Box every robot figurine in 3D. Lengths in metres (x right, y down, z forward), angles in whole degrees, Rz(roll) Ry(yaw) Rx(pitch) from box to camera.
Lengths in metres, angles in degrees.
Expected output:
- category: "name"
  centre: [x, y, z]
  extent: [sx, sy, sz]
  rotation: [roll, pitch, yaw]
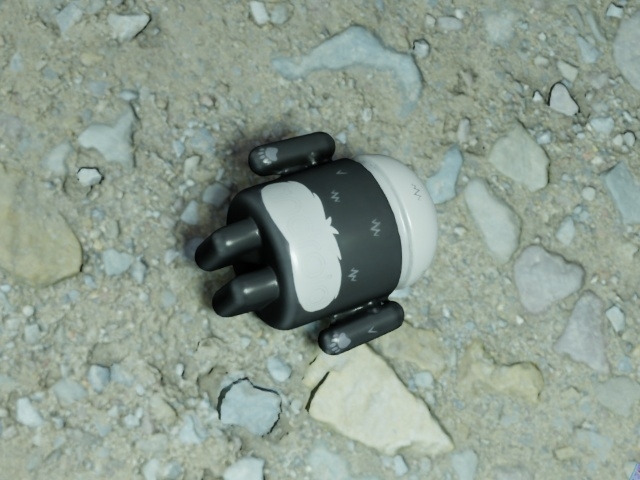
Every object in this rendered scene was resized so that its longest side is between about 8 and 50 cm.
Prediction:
- category: "robot figurine"
  centre: [0.000, 0.002, 1.887]
  extent: [0.278, 0.209, 0.173]
  rotation: [-19, 32, -24]

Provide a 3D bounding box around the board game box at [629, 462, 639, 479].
- category: "board game box"
  centre: [0.415, 0.339, 1.945]
  extent: [0.133, 0.033, 0.169]
  rotation: [33, 61, -1]
